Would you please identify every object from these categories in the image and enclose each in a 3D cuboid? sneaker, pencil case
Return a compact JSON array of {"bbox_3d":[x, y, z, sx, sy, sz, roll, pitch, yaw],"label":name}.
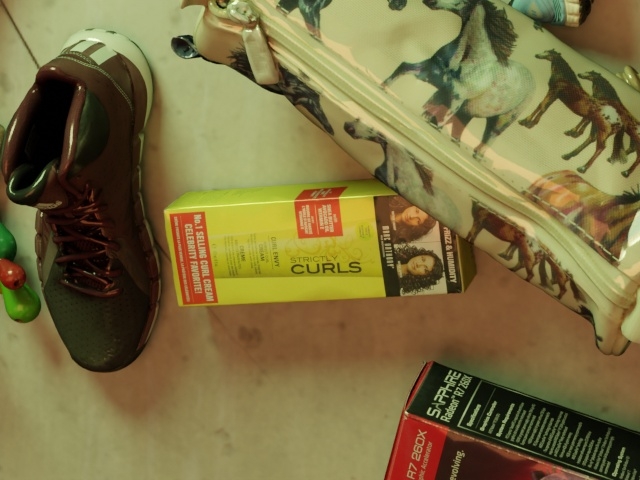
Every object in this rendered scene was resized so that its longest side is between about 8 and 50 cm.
[{"bbox_3d":[0.152,-0.231,1.329,0.073,0.063,0.162,-1,104,20],"label":"sneaker"},{"bbox_3d":[-0.199,-0.016,1.435,0.106,0.162,0.281,3,105,16],"label":"sneaker"},{"bbox_3d":[0.096,-0.089,1.302,0.410,0.183,0.160,36,133,10],"label":"pencil case"}]

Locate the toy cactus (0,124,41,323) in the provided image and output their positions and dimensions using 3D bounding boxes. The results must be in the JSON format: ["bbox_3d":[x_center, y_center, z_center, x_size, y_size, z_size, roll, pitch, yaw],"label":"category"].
[{"bbox_3d":[-0.317,-0.020,1.512,0.219,0.112,0.180,29,101,16],"label":"toy cactus"}]

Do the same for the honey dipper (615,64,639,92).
[{"bbox_3d":[0.266,-0.141,1.340,0.160,0.030,0.030,-36,92,17],"label":"honey dipper"}]

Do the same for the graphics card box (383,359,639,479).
[{"bbox_3d":[0.218,0.260,1.409,0.371,0.094,0.233,18,118,10],"label":"graphics card box"}]

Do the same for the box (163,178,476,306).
[{"bbox_3d":[0.000,0.000,1.437,0.232,0.058,0.087,-2,105,17],"label":"box"}]
